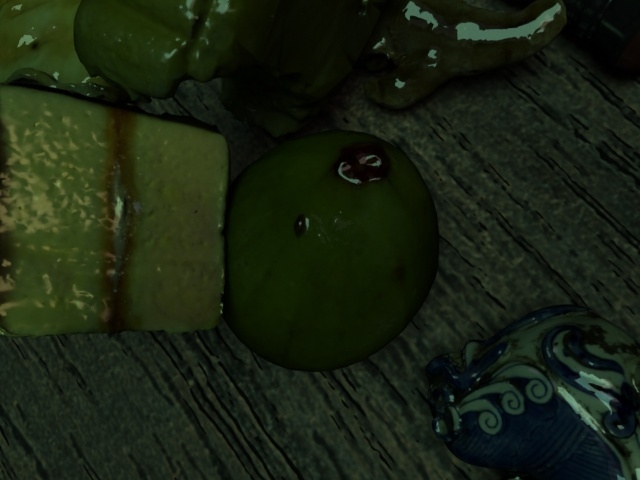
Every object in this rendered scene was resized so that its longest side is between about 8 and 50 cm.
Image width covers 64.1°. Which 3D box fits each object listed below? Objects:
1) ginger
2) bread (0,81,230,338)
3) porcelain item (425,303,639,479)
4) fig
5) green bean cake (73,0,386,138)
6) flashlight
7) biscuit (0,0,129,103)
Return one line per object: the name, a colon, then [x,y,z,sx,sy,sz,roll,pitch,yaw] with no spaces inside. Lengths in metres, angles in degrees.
ginger: [0.066,-0.243,0.537,0.333,0.080,0.166,39,108,15]
bread: [-0.206,0.001,0.441,0.264,0.163,0.167,-15,74,51]
porcelain item: [0.203,0.199,0.398,0.186,0.138,0.287,-22,75,19]
fig: [0.000,0.000,0.434,0.203,0.225,0.202,3,64,-5]
green bean cake: [-0.052,-0.199,0.426,0.124,0.236,0.232,37,109,19]
flashlight: [0.235,-0.253,0.501,0.232,0.093,0.093,42,91,22]
biscuit: [-0.371,-0.241,0.636,0.335,0.078,0.329,38,87,16]
